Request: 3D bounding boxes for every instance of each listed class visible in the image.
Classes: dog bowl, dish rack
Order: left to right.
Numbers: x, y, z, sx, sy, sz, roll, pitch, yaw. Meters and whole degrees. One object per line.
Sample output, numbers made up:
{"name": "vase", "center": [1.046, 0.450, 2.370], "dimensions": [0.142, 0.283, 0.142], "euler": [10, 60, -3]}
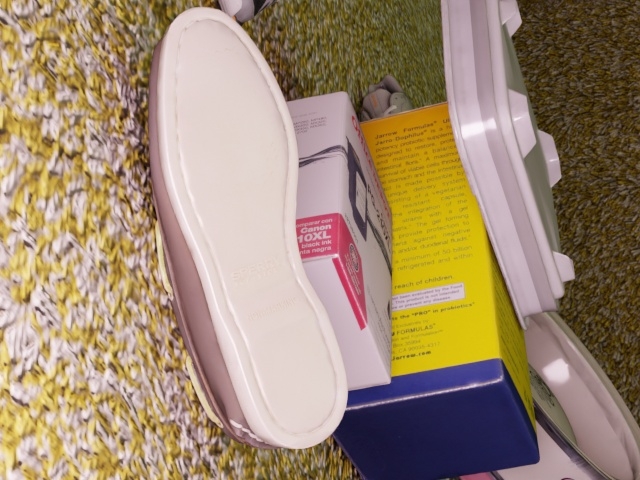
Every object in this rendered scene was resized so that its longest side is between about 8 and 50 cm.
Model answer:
{"name": "dish rack", "center": [0.204, -0.100, 1.417], "dimensions": [0.285, 0.072, 0.333], "euler": [-88, 161, -45]}
{"name": "dog bowl", "center": [0.258, 0.209, 1.756], "dimensions": [0.408, 0.150, 0.408], "euler": [43, 19, -18]}

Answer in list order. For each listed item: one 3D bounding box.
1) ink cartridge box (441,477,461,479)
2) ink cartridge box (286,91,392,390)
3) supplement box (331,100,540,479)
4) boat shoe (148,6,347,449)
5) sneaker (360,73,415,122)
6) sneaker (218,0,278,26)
{"name": "ink cartridge box", "center": [0.171, 0.341, 1.770], "dimensions": [0.235, 0.056, 0.171], "euler": [-1, 79, -75]}
{"name": "ink cartridge box", "center": [0.000, 0.000, 1.258], "dimensions": [0.237, 0.100, 0.172], "euler": [-87, 161, -47]}
{"name": "supplement box", "center": [0.106, 0.057, 1.441], "dimensions": [0.194, 0.195, 0.356], "euler": [60, 23, -51]}
{"name": "boat shoe", "center": [-0.070, -0.005, 0.987], "dimensions": [0.116, 0.097, 0.324], "euler": [-16, 91, -36]}
{"name": "sneaker", "center": [0.091, -0.134, 1.802], "dimensions": [0.262, 0.099, 0.121], "euler": [-93, 158, -62]}
{"name": "sneaker", "center": [-0.055, -0.266, 1.303], "dimensions": [0.215, 0.083, 0.084], "euler": [-69, 147, -64]}
